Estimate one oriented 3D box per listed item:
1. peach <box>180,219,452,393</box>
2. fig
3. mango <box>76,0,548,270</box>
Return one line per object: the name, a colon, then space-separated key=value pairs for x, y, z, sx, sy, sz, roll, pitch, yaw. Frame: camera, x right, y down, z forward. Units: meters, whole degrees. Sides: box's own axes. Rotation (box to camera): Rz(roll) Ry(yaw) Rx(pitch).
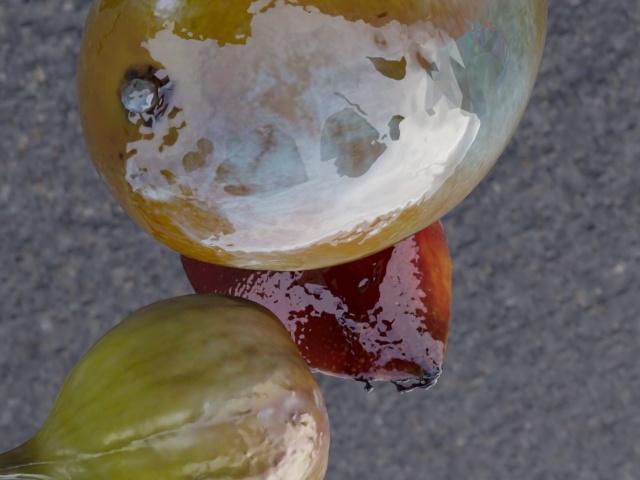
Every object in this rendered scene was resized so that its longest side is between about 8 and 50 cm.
peach: x=-0.001 y=-0.003 z=1.272 sx=0.189 sy=0.279 sz=0.068 roll=-34 pitch=145 yaw=-13
fig: x=-0.118 y=0.119 z=1.054 sx=0.257 sy=0.159 sz=0.159 roll=-9 pitch=144 yaw=-23
mango: x=0.018 y=-0.109 z=0.944 sx=0.199 sy=0.221 sz=0.384 roll=-1 pitch=-165 yaw=29
